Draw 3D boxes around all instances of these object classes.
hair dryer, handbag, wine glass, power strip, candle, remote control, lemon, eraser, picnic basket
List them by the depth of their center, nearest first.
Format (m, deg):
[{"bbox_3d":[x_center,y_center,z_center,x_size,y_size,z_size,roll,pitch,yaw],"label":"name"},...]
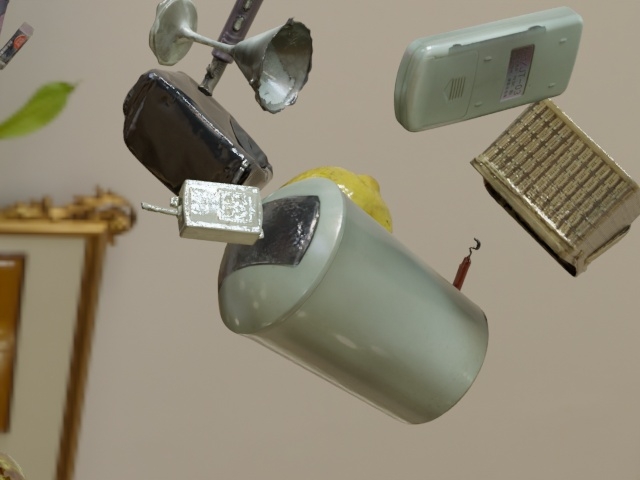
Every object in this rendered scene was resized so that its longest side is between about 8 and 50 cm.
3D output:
[{"bbox_3d":[-0.157,-0.040,1.629,0.042,0.175,0.075,128,-37,-57],"label":"power strip"},{"bbox_3d":[0.230,-0.234,1.663,0.056,0.296,0.140,47,-37,41],"label":"remote control"},{"bbox_3d":[-0.144,-0.301,1.892,0.232,0.156,0.156,22,-64,26],"label":"wine glass"},{"bbox_3d":[0.392,-0.079,1.975,0.175,0.313,0.228,-45,-106,9],"label":"picnic basket"},{"bbox_3d":[-0.136,-0.428,2.239,0.301,0.121,0.361,-88,-157,-76],"label":"hair dryer"},{"bbox_3d":[0.002,-0.002,2.241,0.261,0.283,0.260,64,-3,6],"label":"lemon"},{"bbox_3d":[-0.571,-0.361,2.241,0.099,0.027,0.019,-50,-178,-4],"label":"eraser"},{"bbox_3d":[0.263,0.070,2.264,0.021,0.026,0.167,48,-51,44],"label":"candle"},{"bbox_3d":[-0.251,-0.177,2.307,0.178,0.302,0.275,-46,179,11],"label":"handbag"}]

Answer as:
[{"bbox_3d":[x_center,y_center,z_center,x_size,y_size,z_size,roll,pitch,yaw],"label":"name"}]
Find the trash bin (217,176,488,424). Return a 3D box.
[{"bbox_3d":[0.042,0.096,1.942,0.280,0.432,0.280,-36,-146,30],"label":"trash bin"}]

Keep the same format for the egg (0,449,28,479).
[{"bbox_3d":[-0.519,0.409,1.714,0.289,0.238,0.238,-56,163,-59],"label":"egg"}]

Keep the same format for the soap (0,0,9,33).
[{"bbox_3d":[-0.503,-0.412,1.789,0.193,0.109,0.324,180,-78,-73],"label":"soap"}]
